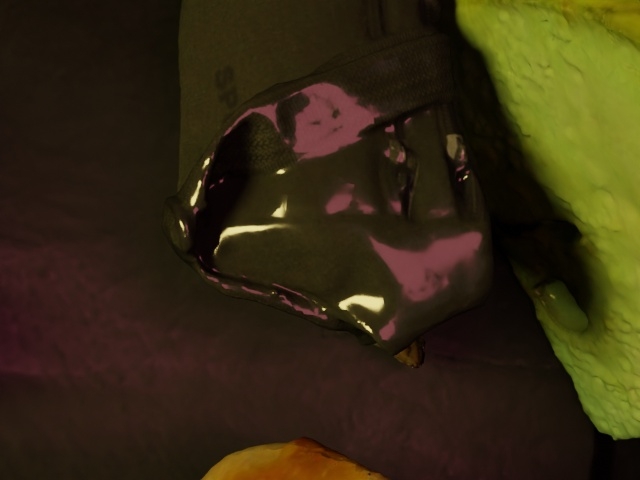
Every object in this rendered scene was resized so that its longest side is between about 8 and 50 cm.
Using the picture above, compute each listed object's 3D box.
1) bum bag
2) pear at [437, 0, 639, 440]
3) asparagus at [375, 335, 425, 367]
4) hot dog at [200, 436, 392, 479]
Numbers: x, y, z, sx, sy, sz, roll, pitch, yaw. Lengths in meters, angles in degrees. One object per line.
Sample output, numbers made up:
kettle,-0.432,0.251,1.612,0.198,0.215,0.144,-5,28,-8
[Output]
bum bag,-0.011,-0.101,0.585,0.142,0.080,0.326,-5,65,-8
pear,0.202,-0.043,0.587,0.176,0.282,0.286,-31,94,-16
asparagus,0.000,0.000,0.627,0.165,0.030,0.036,51,42,-6
hot dog,0.081,0.234,0.429,0.185,0.405,0.223,42,73,-42
